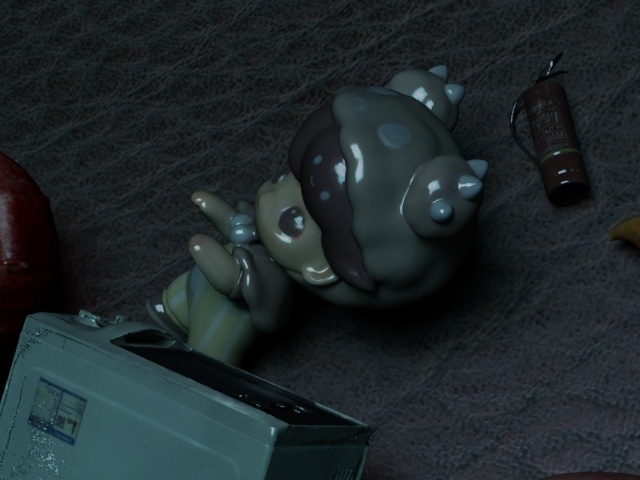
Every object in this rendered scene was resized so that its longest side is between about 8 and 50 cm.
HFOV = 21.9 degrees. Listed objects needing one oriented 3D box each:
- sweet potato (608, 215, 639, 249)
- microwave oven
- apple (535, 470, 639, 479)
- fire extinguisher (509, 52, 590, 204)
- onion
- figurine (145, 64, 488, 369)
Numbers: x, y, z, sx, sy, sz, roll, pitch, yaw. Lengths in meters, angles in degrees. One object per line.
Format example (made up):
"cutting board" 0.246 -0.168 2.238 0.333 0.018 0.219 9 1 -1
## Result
"sweet potato" 0.337 0.042 1.500 0.055 0.058 0.202 -49 54 15
"microwave oven" -0.132 0.211 1.481 0.295 0.181 0.238 20 96 32
"apple" 0.206 0.315 1.276 0.305 0.235 0.306 -10 59 17
"fire extinguisher" 0.224 -0.106 1.644 0.078 0.045 0.157 -30 52 30
"onion" -0.402 0.024 1.690 0.276 0.276 0.276 -10 57 16
"figurine" -0.001 0.000 1.586 0.380 0.203 0.248 -36 28 18
